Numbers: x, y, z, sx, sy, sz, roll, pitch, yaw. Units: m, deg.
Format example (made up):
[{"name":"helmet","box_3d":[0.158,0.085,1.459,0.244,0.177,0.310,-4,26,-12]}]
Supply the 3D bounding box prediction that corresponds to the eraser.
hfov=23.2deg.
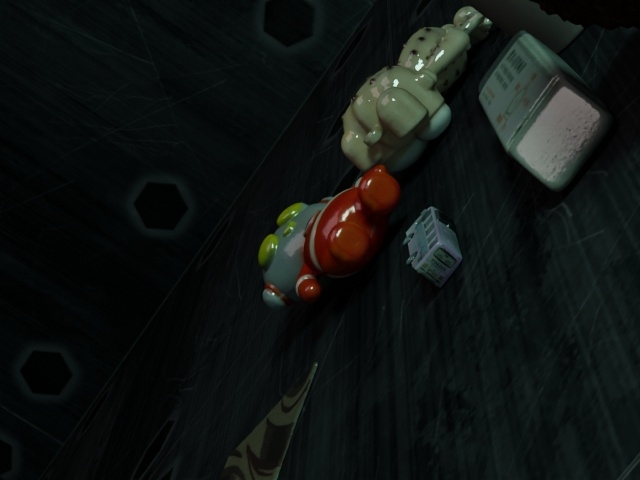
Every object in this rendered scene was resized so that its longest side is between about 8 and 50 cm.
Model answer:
[{"name":"eraser","box_3d":[0.205,-0.130,1.477,0.089,0.061,0.352,-55,9,14]}]

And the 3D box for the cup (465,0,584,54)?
[{"name":"cup","box_3d":[0.232,-0.354,1.666,0.253,0.200,0.191,-55,9,5]}]

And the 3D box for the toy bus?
[{"name":"toy bus","box_3d":[0.113,0.005,1.564,0.052,0.037,0.130,-52,11,15]}]

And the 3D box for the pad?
[{"name":"pad","box_3d":[-0.095,0.295,1.748,0.220,0.004,0.330,-50,11,36]}]

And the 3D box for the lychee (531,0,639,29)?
[{"name":"lychee","box_3d":[0.245,-0.292,1.252,0.260,0.260,0.260,-54,9,13]}]

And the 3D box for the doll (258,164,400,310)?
[{"name":"doll","box_3d":[0.000,0.000,1.956,0.200,0.105,0.336,-60,10,-18]}]

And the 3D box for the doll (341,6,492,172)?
[{"name":"doll","box_3d":[0.131,-0.201,1.998,0.278,0.119,0.154,-51,6,-30]}]
